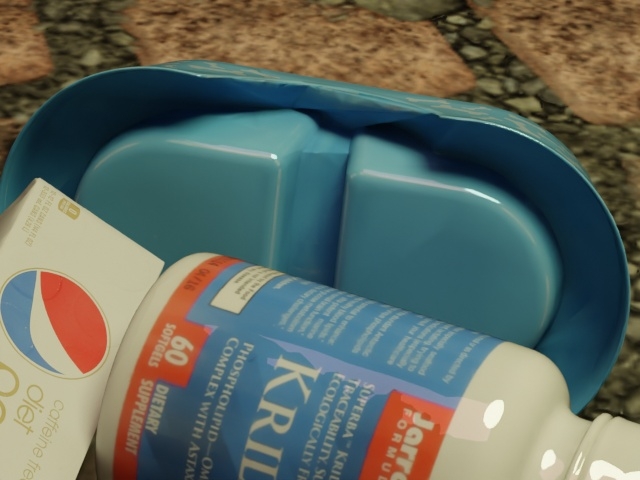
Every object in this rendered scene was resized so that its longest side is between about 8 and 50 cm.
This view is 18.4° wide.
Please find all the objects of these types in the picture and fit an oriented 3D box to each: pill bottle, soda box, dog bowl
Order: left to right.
[{"bbox_3d":[-0.139,0.075,0.826,0.074,0.069,0.216,36,40,-16],"label":"soda box"},{"bbox_3d":[0.000,0.000,0.934,0.297,0.166,0.074,10,22,10],"label":"dog bowl"},{"bbox_3d":[0.030,0.090,0.820,0.221,0.124,0.124,15,35,19],"label":"pill bottle"}]
